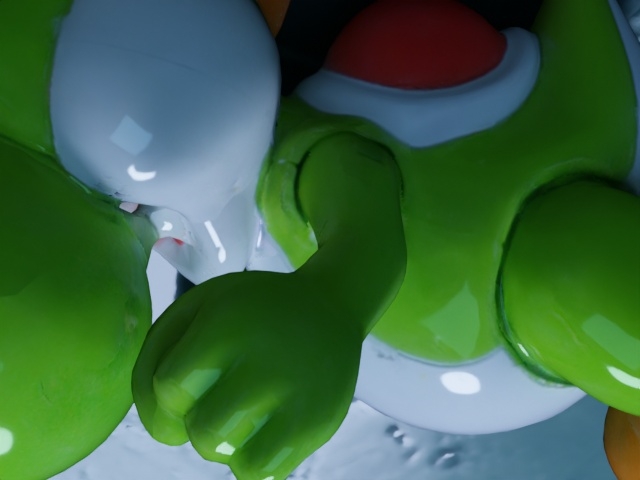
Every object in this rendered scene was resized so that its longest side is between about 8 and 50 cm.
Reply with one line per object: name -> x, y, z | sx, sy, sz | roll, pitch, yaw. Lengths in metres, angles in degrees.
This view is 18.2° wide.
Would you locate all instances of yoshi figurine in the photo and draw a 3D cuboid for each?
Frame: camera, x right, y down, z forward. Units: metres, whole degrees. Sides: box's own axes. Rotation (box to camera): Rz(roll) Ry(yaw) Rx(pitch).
yoshi figurine -> -0.011, 0.026, 0.613 | 0.362, 0.203, 0.203 | 20, 130, -15
